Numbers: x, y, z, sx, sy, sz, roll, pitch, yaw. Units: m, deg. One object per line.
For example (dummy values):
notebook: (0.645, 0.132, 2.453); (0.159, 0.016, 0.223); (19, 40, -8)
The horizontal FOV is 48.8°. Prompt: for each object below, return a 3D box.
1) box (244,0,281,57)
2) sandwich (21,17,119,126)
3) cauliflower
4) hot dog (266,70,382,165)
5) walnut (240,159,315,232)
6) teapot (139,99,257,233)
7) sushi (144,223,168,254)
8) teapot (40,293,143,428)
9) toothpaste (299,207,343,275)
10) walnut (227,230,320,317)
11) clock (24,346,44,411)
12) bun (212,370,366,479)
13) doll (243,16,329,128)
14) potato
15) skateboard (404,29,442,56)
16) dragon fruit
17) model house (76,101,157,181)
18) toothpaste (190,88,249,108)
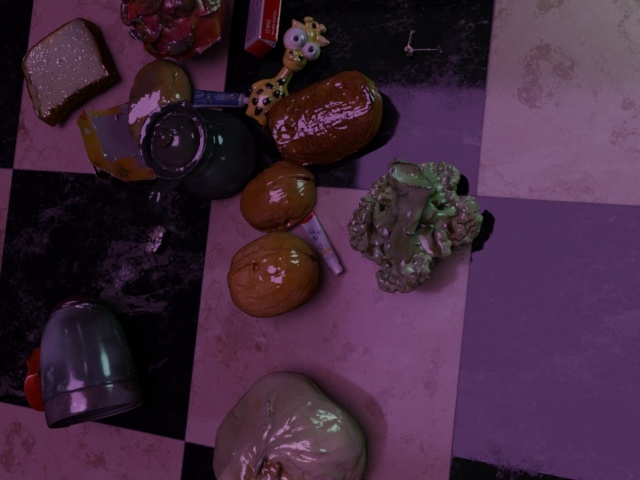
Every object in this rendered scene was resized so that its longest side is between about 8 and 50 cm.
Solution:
box: (-0.136, -0.577, 1.734); (0.050, 0.123, 0.229); (7, 87, -22)
sandwich: (-0.697, -0.470, 1.951); (0.251, 0.087, 0.226); (-29, 78, 13)
cauliflower: (0.208, -0.042, 1.485); (0.261, 0.281, 0.326); (19, 75, -10)
hot dog: (0.017, -0.289, 1.651); (0.272, 0.122, 0.196); (-23, 80, 13)
walnut: (-0.115, -0.107, 1.699); (0.211, 0.087, 0.167); (-30, 73, 17)
teapot: (-0.330, -0.195, 1.684); (0.305, 0.285, 0.223); (-43, 72, 11)
sushi: (-0.424, 0.000, 1.832); (0.046, 0.044, 0.083); (23, 96, 22)
teapot: (-0.614, 0.306, 1.809); (0.315, 0.233, 0.312); (-32, 67, 45)
toothpaste: (0.000, 0.000, 1.682); (0.048, 0.031, 0.190); (-37, 70, 17)
walnut: (-0.112, 0.078, 1.638); (0.226, 0.193, 0.193); (-14, 81, 22)
clock: (-0.738, 0.364, 1.845); (0.061, 0.155, 0.113); (-12, 112, -12)
bun: (-0.079, 0.473, 1.575); (0.361, 0.213, 0.360); (-1, 88, 19)
doll: (-0.084, -0.407, 1.717); (0.117, 0.086, 0.291); (33, 98, -11)
potato: (-0.409, -0.363, 1.804); (0.138, 0.098, 0.243); (-2, 72, 17)
skateboard: (0.241, -0.456, 1.629); (0.083, 0.032, 0.063); (9, 79, 24)
dragon fruit: (-0.372, -0.602, 1.730); (0.250, 0.269, 0.291); (-30, 118, 13)
model house: (-0.540, -0.234, 1.866); (0.136, 0.207, 0.219); (-24, 86, 54)
toothpaste: (-0.259, -0.360, 1.806); (0.197, 0.035, 0.057); (7, 78, 23)
